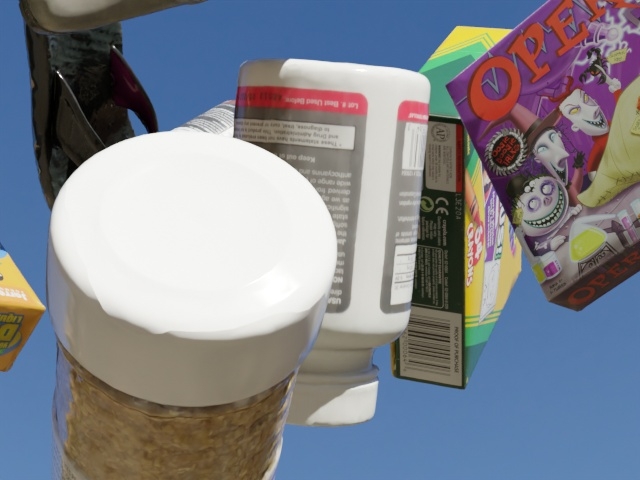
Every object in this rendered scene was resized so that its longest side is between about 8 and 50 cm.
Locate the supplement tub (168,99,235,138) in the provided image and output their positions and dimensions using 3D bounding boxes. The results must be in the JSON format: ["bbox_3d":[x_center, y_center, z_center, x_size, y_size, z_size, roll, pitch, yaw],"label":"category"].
[{"bbox_3d":[-0.144,-0.076,1.381,0.106,0.198,0.106,24,-48,31],"label":"supplement tub"}]

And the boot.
[{"bbox_3d":[-0.109,-0.227,0.997,0.161,0.246,0.083,5,-68,43],"label":"boot"}]

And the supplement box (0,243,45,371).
[{"bbox_3d":[-0.327,0.008,1.049,0.078,0.233,0.080,12,-59,-52],"label":"supplement box"}]

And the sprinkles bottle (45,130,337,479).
[{"bbox_3d":[-0.079,0.110,0.631,0.121,0.121,0.355,3,-43,-10],"label":"sprinkles bottle"}]

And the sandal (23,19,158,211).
[{"bbox_3d":[-0.278,-0.164,1.546,0.107,0.167,0.446,23,-43,26],"label":"sandal"}]

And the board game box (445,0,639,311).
[{"bbox_3d":[0.260,-0.128,0.847,0.347,0.208,0.056,-39,-39,28],"label":"board game box"}]

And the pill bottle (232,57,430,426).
[{"bbox_3d":[0.000,0.000,1.125,0.176,0.176,0.318,4,-85,-11],"label":"pill bottle"}]

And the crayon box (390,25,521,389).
[{"bbox_3d":[0.180,-0.050,1.568,0.106,0.313,0.363,8,-60,20],"label":"crayon box"}]
